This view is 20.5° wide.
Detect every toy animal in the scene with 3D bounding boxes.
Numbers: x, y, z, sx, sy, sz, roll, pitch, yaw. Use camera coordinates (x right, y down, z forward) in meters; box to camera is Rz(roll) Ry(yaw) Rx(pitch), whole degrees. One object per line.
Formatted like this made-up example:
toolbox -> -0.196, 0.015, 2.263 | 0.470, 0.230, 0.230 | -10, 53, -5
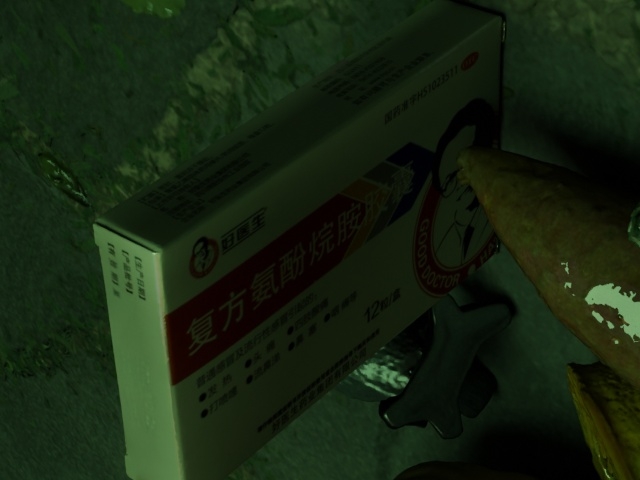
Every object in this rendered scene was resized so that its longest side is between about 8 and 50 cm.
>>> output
toy animal -> 0.069, 0.092, 1.452 | 0.117, 0.121, 0.210 | 20, 176, -29

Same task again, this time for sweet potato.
sweet potato -> 0.226, 0.037, 1.188 | 0.336, 0.131, 0.131 | 45, 142, 23

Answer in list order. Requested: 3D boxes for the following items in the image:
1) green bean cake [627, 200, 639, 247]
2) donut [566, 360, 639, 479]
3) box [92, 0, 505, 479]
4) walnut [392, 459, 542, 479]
green bean cake -> 0.330, -0.028, 1.025 | 0.255, 0.132, 0.241 | 36, 140, 19
donut -> 0.236, 0.161, 1.269 | 0.162, 0.065, 0.178 | 62, -173, -77
box -> 0.000, 0.000, 1.208 | 0.069, 0.353, 0.214 | 24, 134, 31
walnut -> 0.123, 0.328, 1.377 | 0.344, 0.306, 0.306 | 33, 140, 45
